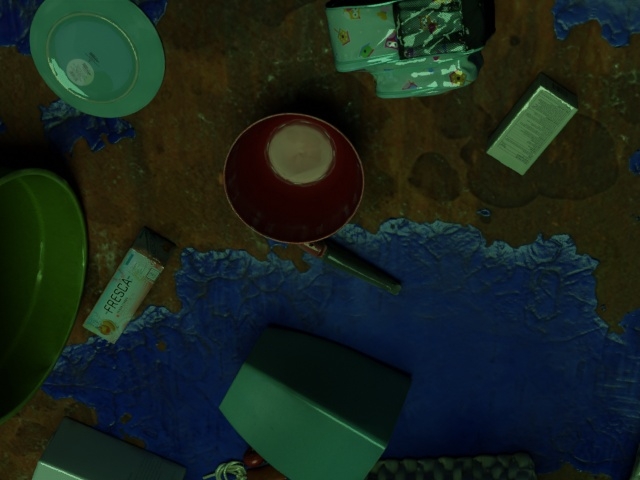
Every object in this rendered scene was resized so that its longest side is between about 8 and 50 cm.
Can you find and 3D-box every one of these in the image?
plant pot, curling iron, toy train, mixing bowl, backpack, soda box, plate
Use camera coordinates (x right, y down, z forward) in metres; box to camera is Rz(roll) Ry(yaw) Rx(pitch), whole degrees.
[{"bbox_3d":[-0.575,0.039,1.458,0.353,0.366,0.366,15,125,18],"label":"plant pot"},{"bbox_3d":[0.000,0.000,1.462,0.274,0.035,0.068,35,123,-11],"label":"curling iron"},{"bbox_3d":[-0.101,0.413,1.686,0.248,0.143,0.105,-18,116,22],"label":"toy train"},{"bbox_3d":[-0.030,-0.097,1.362,0.181,0.098,0.181,2,117,5],"label":"mixing bowl"},{"bbox_3d":[0.102,-0.242,1.205,0.188,0.166,0.144,2,113,15],"label":"backpack"},{"bbox_3d":[-0.016,0.246,1.556,0.234,0.166,0.165,31,124,1],"label":"plant pot"},{"bbox_3d":[-0.285,0.068,1.552,0.058,0.063,0.183,32,123,-9],"label":"soda box"},{"bbox_3d":[-0.298,-0.244,1.378,0.188,0.024,0.188,5,123,8],"label":"plate"}]

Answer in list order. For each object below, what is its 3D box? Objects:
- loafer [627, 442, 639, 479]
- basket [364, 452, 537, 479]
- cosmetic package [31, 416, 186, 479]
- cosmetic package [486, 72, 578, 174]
[{"bbox_3d":[0.511,0.348,1.527,0.112,0.111,0.319,12,124,5],"label":"loafer"},{"bbox_3d":[0.194,0.520,1.589,0.328,0.331,0.266,-7,115,16],"label":"basket"},{"bbox_3d":[-0.354,0.401,1.751,0.231,0.117,0.085,23,123,-2],"label":"cosmetic package"},{"bbox_3d":[0.264,-0.145,1.306,0.060,0.041,0.115,32,123,-9],"label":"cosmetic package"}]
